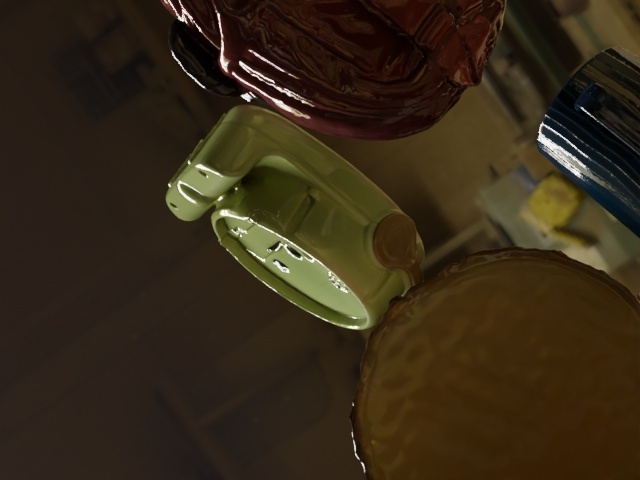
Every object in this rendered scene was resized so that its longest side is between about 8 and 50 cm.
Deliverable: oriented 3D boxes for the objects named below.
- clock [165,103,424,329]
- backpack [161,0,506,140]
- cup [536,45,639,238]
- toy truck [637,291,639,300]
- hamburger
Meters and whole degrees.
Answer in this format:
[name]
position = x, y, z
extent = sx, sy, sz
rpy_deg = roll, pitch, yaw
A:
[clock]
position = 0.000, 0.000, 1.388
extent = 0.308, 0.096, 0.235
rpy_deg = 36, 162, -7
[backpack]
position = 0.018, -0.166, 0.923
extent = 0.229, 0.229, 0.139
rpy_deg = 55, 150, 16
[cup]
position = 0.252, -0.080, 1.076
extent = 0.138, 0.113, 0.150
rpy_deg = 42, 160, 24
[toy truck]
position = 0.451, 0.068, 1.412
extent = 0.107, 0.253, 0.114
rpy_deg = -113, 33, -64
[hamburger]
position = 0.168, 0.164, 1.181
extent = 0.261, 0.302, 0.186
rpy_deg = 30, 177, 23
